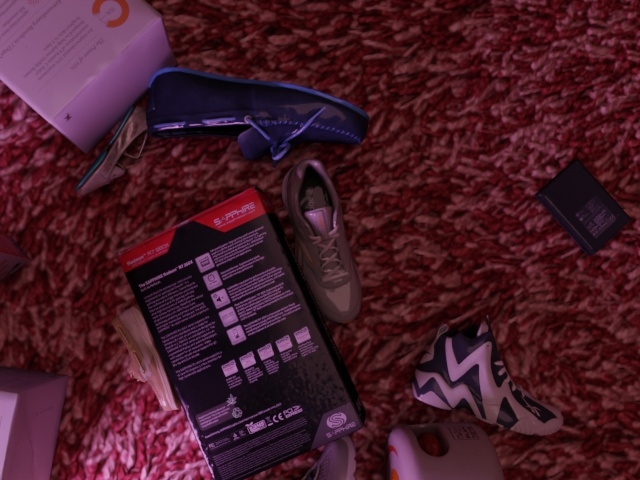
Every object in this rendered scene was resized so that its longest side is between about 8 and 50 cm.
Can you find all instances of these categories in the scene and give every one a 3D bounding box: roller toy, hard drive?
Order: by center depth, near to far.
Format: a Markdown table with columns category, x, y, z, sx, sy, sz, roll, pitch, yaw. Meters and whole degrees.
| category | x | y | z | sx | sy | sz | roll | pitch | yaw |
| --- | --- | --- | --- | --- | --- | --- | --- | --- | --- |
| roller toy | 0.176 | 0.354 | 0.883 | 0.146 | 0.209 | 0.191 | -1 | 58 | -6 |
| hard drive | 0.434 | -0.056 | 1.043 | 0.094 | 0.022 | 0.135 | -40 | 88 | -8 |

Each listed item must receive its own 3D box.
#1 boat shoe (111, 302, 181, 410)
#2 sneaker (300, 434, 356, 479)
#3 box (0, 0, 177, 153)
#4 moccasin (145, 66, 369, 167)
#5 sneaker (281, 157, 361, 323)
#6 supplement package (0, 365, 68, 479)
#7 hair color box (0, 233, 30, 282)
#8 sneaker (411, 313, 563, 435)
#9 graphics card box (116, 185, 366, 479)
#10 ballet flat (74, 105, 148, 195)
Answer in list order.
| category | x | y | z | sx | sy | sz | roll | pitch | yaw |
| --- | --- | --- | --- | --- | --- | --- | --- | --- | --- |
| boat shoe | -0.260 | 0.181 | 0.939 | 0.059 | 0.063 | 0.170 | -26 | 76 | -5 |
| sneaker | -0.037 | 0.402 | 0.905 | 0.115 | 0.105 | 0.281 | 27 | 82 | -1 |
| box | -0.420 | -0.335 | 0.932 | 0.345 | 0.168 | 0.215 | 42 | 81 | 2 |
| moccasin | -0.099 | -0.174 | 0.972 | 0.341 | 0.138 | 0.117 | 10 | 81 | 11 |
| sneaker | 0.000 | 0.000 | 0.950 | 0.099 | 0.121 | 0.263 | -17 | 85 | -6 |
| supplement package | -0.511 | 0.267 | 0.833 | 0.262 | 0.199 | 0.198 | 9 | 83 | -4 |
| hair color box | -0.488 | 0.031 | 0.881 | 0.093 | 0.167 | 0.053 | -40 | 87 | -8 |
| sneaker | 0.268 | 0.195 | 0.962 | 0.234 | 0.094 | 0.153 | 16 | 90 | 7 |
| graphics card box | -0.111 | 0.138 | 0.919 | 0.232 | 0.094 | 0.371 | -26 | 85 | 4 |
| ballet flat | -0.313 | -0.131 | 0.975 | 0.052 | 0.057 | 0.168 | 35 | 83 | -24 |
